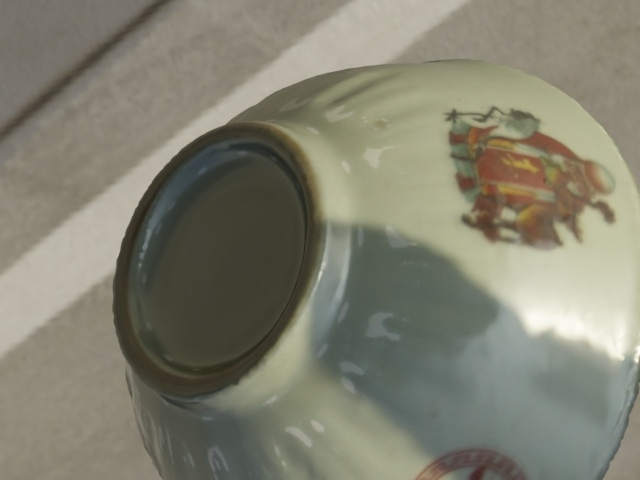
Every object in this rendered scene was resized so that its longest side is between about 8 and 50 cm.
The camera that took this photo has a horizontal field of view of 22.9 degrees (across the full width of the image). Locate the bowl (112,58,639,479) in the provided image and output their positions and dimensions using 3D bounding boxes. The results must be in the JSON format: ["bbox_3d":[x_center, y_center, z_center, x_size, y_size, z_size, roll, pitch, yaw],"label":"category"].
[{"bbox_3d":[-0.008,0.032,0.848,0.337,0.337,0.157,-39,140,23],"label":"bowl"}]
